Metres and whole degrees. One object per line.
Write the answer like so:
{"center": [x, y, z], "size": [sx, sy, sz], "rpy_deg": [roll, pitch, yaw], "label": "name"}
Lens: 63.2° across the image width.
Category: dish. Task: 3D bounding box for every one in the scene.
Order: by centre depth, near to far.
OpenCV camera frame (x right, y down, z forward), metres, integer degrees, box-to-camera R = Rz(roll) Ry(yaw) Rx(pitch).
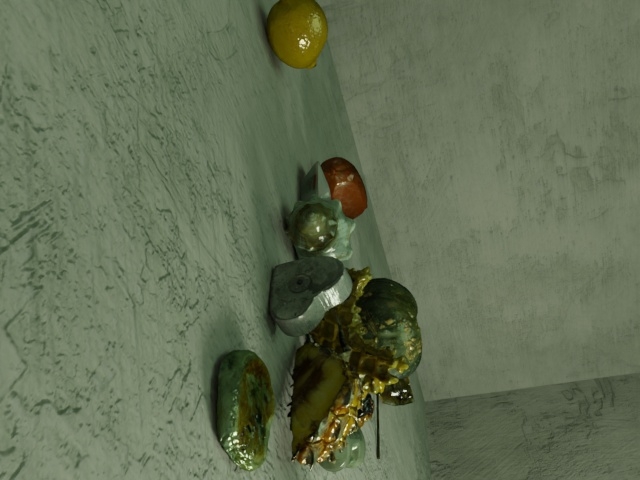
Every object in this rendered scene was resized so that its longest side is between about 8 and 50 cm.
{"center": [-0.015, -0.130, 1.569], "size": [0.154, 0.064, 0.234], "rpy_deg": [64, 20, -47], "label": "dish"}

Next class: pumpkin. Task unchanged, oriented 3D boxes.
{"center": [0.193, 0.284, 1.655], "size": [0.328, 0.257, 0.292], "rpy_deg": [-86, 173, -70], "label": "pumpkin"}
{"center": [0.294, 0.514, 2.140], "size": [0.222, 0.139, 0.317], "rpy_deg": [57, 25, -63], "label": "pumpkin"}

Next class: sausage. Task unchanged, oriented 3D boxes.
{"center": [0.074, -0.178, 1.791], "size": [0.141, 0.153, 0.268], "rpy_deg": [59, -1, 37], "label": "sausage"}

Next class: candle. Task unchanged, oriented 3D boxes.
{"center": [-0.036, 0.105, 1.111], "size": [0.168, 0.192, 0.068], "rpy_deg": [28, -29, 44], "label": "candle"}

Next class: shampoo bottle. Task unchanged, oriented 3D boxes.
{"center": [0.037, 0.467, 1.195], "size": [0.234, 0.087, 0.118], "rpy_deg": [49, 25, -64], "label": "shampoo bottle"}

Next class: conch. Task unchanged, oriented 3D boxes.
{"center": [0.012, 0.002, 1.361], "size": [0.386, 0.169, 0.203], "rpy_deg": [49, 57, -62], "label": "conch"}

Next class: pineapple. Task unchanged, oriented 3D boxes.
{"center": [0.038, 0.318, 1.082], "size": [0.161, 0.158, 0.334], "rpy_deg": [41, 14, -18], "label": "pineapple"}

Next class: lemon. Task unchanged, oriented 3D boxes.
{"center": [-0.068, -0.613, 1.527], "size": [0.244, 0.186, 0.187], "rpy_deg": [71, 14, -47], "label": "lemon"}

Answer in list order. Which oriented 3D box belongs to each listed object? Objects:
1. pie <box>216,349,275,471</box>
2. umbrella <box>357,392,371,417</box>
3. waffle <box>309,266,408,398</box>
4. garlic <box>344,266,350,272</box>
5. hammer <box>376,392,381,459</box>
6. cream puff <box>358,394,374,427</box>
{"center": [-0.115, 0.266, 0.828], "size": [0.187, 0.041, 0.187], "rpy_deg": [-11, 90, -78], "label": "pie"}
{"center": [0.045, 0.296, 1.340], "size": [0.090, 0.094, 0.326], "rpy_deg": [81, -12, -68], "label": "umbrella"}
{"center": [0.060, 0.225, 1.220], "size": [0.069, 0.260, 0.293], "rpy_deg": [1, 60, -45], "label": "waffle"}
{"center": [0.062, 0.165, 1.594], "size": [0.198, 0.090, 0.129], "rpy_deg": [-92, 177, -53], "label": "garlic"}
{"center": [0.210, 0.661, 1.909], "size": [0.292, 0.029, 0.058], "rpy_deg": [-84, 156, -49], "label": "hammer"}
{"center": [0.097, 0.457, 1.443], "size": [0.133, 0.104, 0.119], "rpy_deg": [-68, 137, -69], "label": "cream puff"}
